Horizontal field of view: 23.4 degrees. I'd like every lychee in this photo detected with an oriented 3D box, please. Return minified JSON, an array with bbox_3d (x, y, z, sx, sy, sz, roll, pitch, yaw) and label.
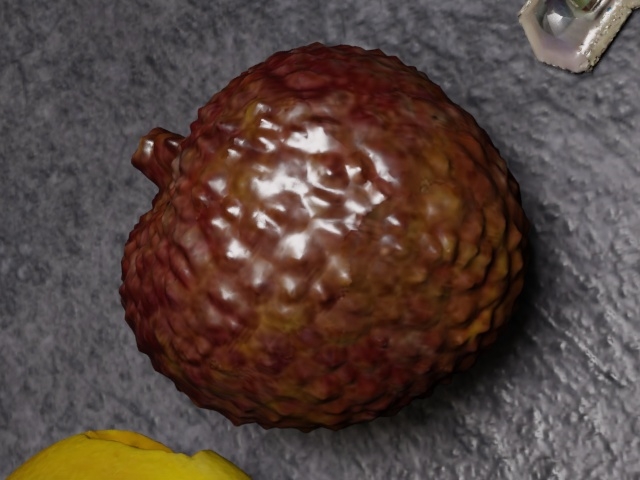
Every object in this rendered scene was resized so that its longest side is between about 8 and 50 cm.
[{"bbox_3d":[0.000,0.000,0.969,0.260,0.260,0.261,-5,79,27],"label":"lychee"}]

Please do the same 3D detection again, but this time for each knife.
[{"bbox_3d":[0.253,-0.261,0.990,0.089,0.043,0.365,44,103,27],"label":"knife"}]

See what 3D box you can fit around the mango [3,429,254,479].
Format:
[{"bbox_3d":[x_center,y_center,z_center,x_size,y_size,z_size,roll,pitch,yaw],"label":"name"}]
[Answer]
[{"bbox_3d":[-0.172,0.274,1.044,0.365,0.182,0.253,-28,66,24],"label":"mango"}]
